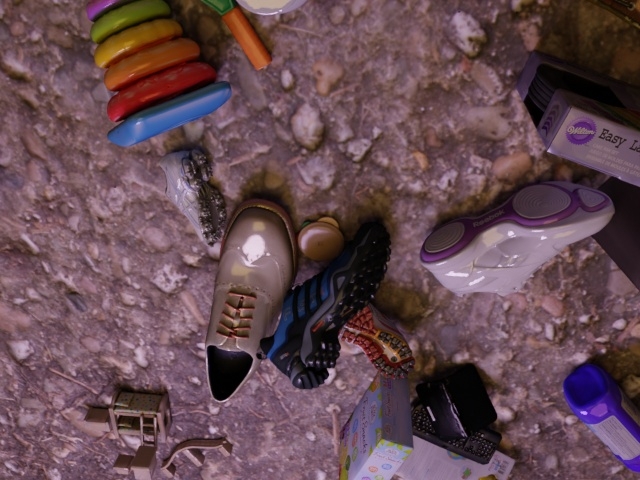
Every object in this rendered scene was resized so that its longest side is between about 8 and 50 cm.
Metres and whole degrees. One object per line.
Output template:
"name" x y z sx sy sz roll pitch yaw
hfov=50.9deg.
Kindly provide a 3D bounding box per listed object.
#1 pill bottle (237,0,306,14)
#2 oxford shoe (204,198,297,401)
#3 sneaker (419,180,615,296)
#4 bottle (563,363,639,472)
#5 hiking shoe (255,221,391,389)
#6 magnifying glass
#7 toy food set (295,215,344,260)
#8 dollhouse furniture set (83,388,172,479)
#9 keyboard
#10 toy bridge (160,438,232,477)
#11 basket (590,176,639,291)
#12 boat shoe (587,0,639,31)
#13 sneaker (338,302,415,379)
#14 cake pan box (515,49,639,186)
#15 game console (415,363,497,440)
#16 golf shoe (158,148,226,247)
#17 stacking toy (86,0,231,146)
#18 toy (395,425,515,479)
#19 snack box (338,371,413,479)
"pill bottle" -0.052 -0.348 0.825 0.117 0.208 0.118 3 123 5
"oxford shoe" -0.126 0.117 1.173 0.140 0.146 0.397 11 123 1
"sneaker" 0.320 0.005 1.081 0.305 0.114 0.152 -21 126 28
"bottle" 0.569 0.353 1.258 0.092 0.118 0.283 -39 112 17
"hiking shoe" 0.001 0.090 1.120 0.132 0.113 0.304 29 87 32
"magnifying glass" -0.143 -0.345 0.949 0.092 0.026 0.231 -25 117 21
"toy food set" 0.000 0.000 1.157 0.082 0.020 0.083 -17 120 17
"dollhouse furniture set" -0.418 0.391 1.379 0.181 0.161 0.101 3 123 4
"keyboard" 0.270 0.374 1.334 0.192 0.038 0.100 24 93 -7
"toy bridge" -0.283 0.475 1.498 0.188 0.026 0.063 -27 115 22
"basket" 0.507 0.001 0.972 0.204 0.227 0.154 -29 115 24
"boat shoe" 0.462 -0.285 0.873 0.307 0.111 0.104 37 124 -5
"sneaker" 0.075 0.153 1.210 0.088 0.093 0.225 -42 92 9
"cake pan box" 0.394 -0.150 0.879 0.266 0.246 0.070 19 119 -4
"game console" 0.261 0.313 1.300 0.107 0.071 0.122 -23 93 44
"golf shoe" -0.215 -0.071 1.125 0.086 0.069 0.176 5 123 28
"stacking toy" -0.263 -0.299 0.935 0.175 0.165 0.302 -2 114 61
"toy" 0.266 0.456 1.384 0.237 0.056 0.137 29 85 -6
"snack box" 0.103 0.385 1.303 0.070 0.174 0.207 21 122 -10
